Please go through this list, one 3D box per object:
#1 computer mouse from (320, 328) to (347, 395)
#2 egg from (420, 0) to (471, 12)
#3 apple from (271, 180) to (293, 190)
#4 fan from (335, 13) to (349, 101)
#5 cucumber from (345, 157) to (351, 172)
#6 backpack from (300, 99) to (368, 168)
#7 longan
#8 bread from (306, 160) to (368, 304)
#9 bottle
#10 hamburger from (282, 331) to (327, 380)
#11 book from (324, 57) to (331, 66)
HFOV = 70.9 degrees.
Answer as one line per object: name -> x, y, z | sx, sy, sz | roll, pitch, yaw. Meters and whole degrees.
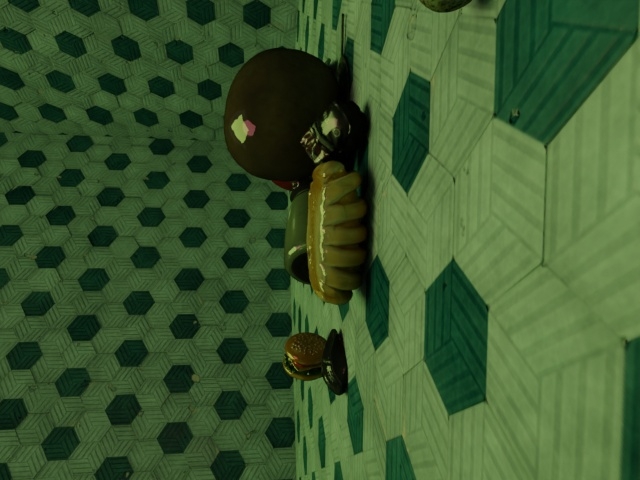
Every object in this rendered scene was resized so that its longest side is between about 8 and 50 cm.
computer mouse -> 0.031, 0.333, 1.232 | 0.105, 0.062, 0.192 | 100, 167, -46
egg -> 0.136, -0.292, 0.457 | 0.085, 0.085, 0.110 | -101, 27, -54
apple -> -0.097, -0.296, 1.706 | 0.218, 0.201, 0.218 | -177, 90, -88
fan -> 0.061, -0.443, 1.251 | 0.223, 0.012, 0.294 | -99, 11, -48
cucumber -> 0.042, -0.198, 1.135 | 0.074, 0.075, 0.241 | -103, 23, -59
backpack -> 0.029, -0.236, 1.012 | 0.120, 0.106, 0.165 | 55, 140, 20
longan -> -0.096, -0.338, 1.231 | 0.361, 0.361, 0.360 | -179, 90, -82
bread -> 0.039, -0.017, 0.988 | 0.173, 0.121, 0.311 | -141, 51, -73
bottle -> -0.014, -0.050, 1.247 | 0.347, 0.169, 0.168 | -91, 7, -46
hamburger -> -0.043, 0.370, 1.440 | 0.162, 0.162, 0.115 | -104, 17, -60
book -> -0.034, -0.453, 1.484 | 0.215, 0.025, 0.282 | -101, 36, -75
